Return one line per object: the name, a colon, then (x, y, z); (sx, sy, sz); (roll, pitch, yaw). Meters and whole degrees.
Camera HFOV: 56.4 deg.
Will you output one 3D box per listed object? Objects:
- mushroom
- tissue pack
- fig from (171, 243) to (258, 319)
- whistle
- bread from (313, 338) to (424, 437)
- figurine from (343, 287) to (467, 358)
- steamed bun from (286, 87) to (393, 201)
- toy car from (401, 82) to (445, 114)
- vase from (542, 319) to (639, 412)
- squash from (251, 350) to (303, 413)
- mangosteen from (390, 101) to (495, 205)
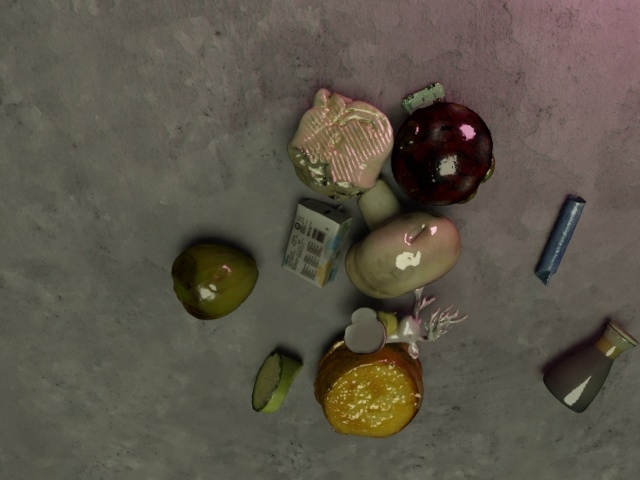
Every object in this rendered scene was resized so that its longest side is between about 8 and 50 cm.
mushroom: (0.217, 0.027, 1.762); (0.353, 0.353, 0.325); (32, 97, -17)
tissue pack: (0.000, 0.000, 1.850); (0.159, 0.145, 0.229); (27, 118, 22)
fig: (-0.319, 0.115, 1.846); (0.271, 0.239, 0.240); (-21, 121, -26)
whistle: (0.759, 0.003, 1.901); (0.062, 0.062, 0.304); (9, 117, -6)
bread: (0.178, 0.496, 2.059); (0.398, 0.215, 0.398); (-2, 114, -5)
figurine: (0.276, 0.259, 1.897); (0.315, 0.206, 0.284); (-2, 134, -40)
steamed bun: (0.053, -0.256, 1.677); (0.268, 0.207, 0.280); (27, 82, -3)
toy car: (0.292, -0.403, 1.690); (0.122, 0.035, 0.059); (-28, 115, 3)
vase: (0.945, 0.430, 2.080); (0.173, 0.173, 0.321); (31, 108, -16)
squash: (-0.144, 0.504, 2.051); (0.133, 0.220, 0.220); (29, 113, -13)
mangosteen: (0.341, -0.231, 1.651); (0.311, 0.311, 0.311); (-1, 118, -1)
